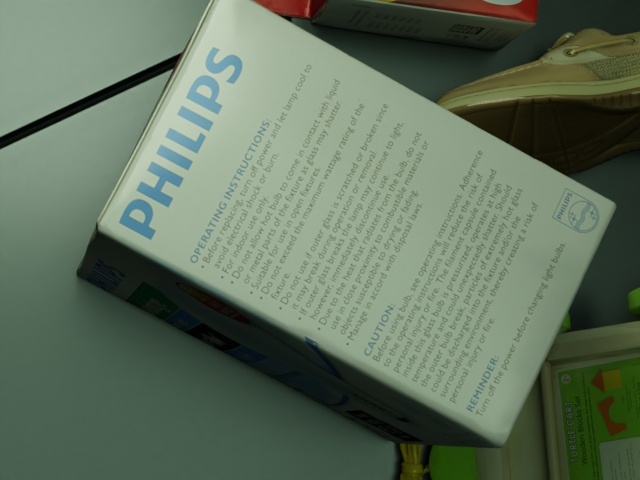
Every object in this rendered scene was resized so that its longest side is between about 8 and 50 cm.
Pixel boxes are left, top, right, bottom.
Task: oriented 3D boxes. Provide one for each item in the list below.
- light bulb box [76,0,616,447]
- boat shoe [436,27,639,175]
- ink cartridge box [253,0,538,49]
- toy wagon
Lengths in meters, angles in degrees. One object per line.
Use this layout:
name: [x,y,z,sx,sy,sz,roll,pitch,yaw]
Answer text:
light bulb box: [0.000,0.000,1.349,0.361,0.358,0.225,28,78,-6]
boat shoe: [0.269,-0.147,1.550,0.341,0.122,0.110,-7,51,-4]
ink cartridge box: [0.078,-0.363,1.514,0.271,0.130,0.310,6,84,-9]
toy wagon: [0.238,0.193,1.457,0.344,0.068,0.267,-13,68,28]
